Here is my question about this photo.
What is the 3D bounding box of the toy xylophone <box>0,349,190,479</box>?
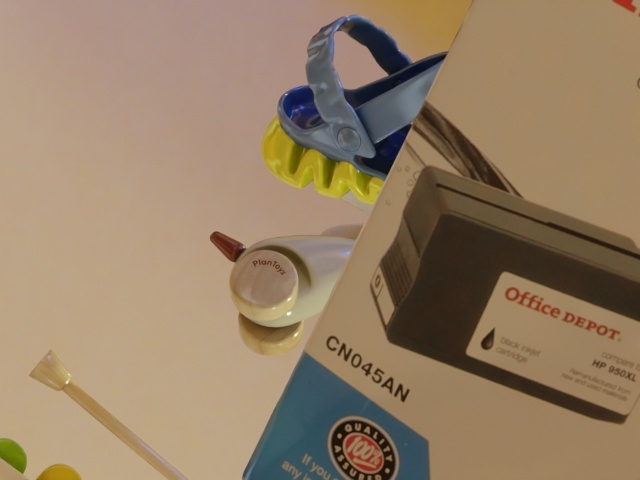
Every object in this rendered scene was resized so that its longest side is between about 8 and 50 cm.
[{"bbox_3d":[-0.233,0.242,1.610,0.236,0.323,0.081,-44,-174,-5],"label":"toy xylophone"}]

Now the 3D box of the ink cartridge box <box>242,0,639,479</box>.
[{"bbox_3d":[0.175,0.033,1.026,0.166,0.285,0.395,-9,128,-60],"label":"ink cartridge box"}]

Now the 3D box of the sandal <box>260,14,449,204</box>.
[{"bbox_3d":[0.096,-0.084,1.477,0.126,0.317,0.138,-50,149,-50],"label":"sandal"}]

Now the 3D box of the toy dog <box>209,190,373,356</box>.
[{"bbox_3d":[0.000,0.000,2.348,0.161,0.333,0.220,52,-38,21],"label":"toy dog"}]
